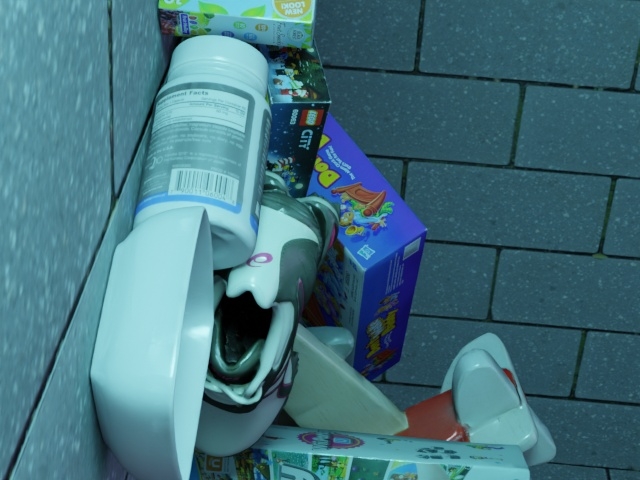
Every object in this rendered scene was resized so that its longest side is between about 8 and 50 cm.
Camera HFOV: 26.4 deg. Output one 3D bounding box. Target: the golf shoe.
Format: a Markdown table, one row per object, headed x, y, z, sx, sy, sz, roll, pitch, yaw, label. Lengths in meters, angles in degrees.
| x | y | z | sx | sy | sz | roll | pitch | yaw | label |
| --- | --- | --- | --- | --- | --- | --- | --- | --- | --- |
| -0.068 | 0.077 | 0.976 | 0.120 | 0.105 | 0.273 | -69 | 176 | -49 | golf shoe |

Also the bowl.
| x | y | z | sx | sy | sz | roll | pitch | yaw | label |
| --- | --- | --- | --- | --- | --- | --- | --- | --- | --- |
| -0.097 | 0.063 | 0.794 | 0.142 | 0.053 | 0.142 | 95 | 1 | -56 | bowl |

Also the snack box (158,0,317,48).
| x | y | z | sx | sy | sz | roll | pitch | yaw | label |
| --- | --- | --- | --- | --- | --- | --- | --- | --- | --- |
| -0.048 | -0.199 | 0.900 | 0.037 | 0.100 | 0.141 | 92 | 3 | -67 | snack box |

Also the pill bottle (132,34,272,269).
| x | y | z | sx | sy | sz | roll | pitch | yaw | label |
| --- | --- | --- | --- | --- | --- | --- | --- | --- | --- |
| -0.072 | -0.057 | 0.869 | 0.078 | 0.078 | 0.137 | 93 | 3 | -62 | pill bottle |

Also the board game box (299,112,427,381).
| x | y | z | sx | sy | sz | roll | pitch | yaw | label |
| --- | --- | --- | --- | --- | --- | --- | --- | --- | --- |
| 0.000 | 0.000 | 1.466 | 0.233 | 0.078 | 0.347 | 51 | -17 | 21 | board game box |

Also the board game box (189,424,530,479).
| x | y | z | sx | sy | sz | roll | pitch | yaw | label |
| --- | --- | --- | --- | --- | --- | --- | --- | --- | --- |
| 0.018 | 0.283 | 1.192 | 0.097 | 0.303 | 0.224 | -74 | 169 | -83 | board game box |

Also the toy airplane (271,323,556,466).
| x | y | z | sx | sy | sz | roll | pitch | yaw | label |
| --- | --- | --- | --- | --- | --- | --- | --- | --- | --- |
| 0.046 | 0.227 | 1.428 | 0.272 | 0.384 | 0.386 | 43 | -50 | 51 | toy airplane |

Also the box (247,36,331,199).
| x | y | z | sx | sy | sz | roll | pitch | yaw | label |
| --- | --- | --- | --- | --- | --- | --- | --- | --- | --- |
| -0.048 | -0.078 | 1.039 | 0.233 | 0.044 | 0.159 | 106 | -23 | -48 | box |
